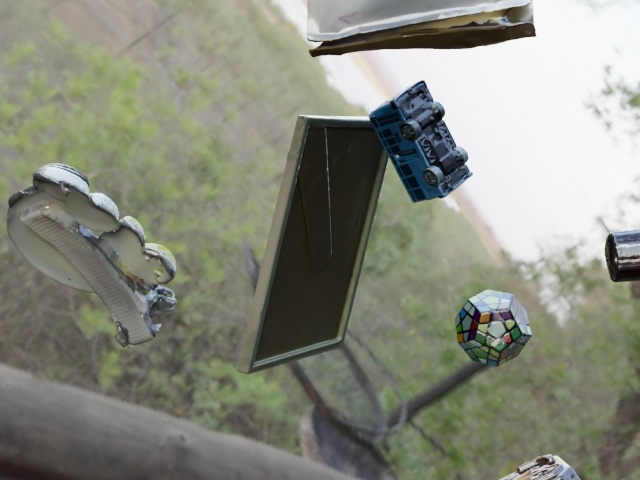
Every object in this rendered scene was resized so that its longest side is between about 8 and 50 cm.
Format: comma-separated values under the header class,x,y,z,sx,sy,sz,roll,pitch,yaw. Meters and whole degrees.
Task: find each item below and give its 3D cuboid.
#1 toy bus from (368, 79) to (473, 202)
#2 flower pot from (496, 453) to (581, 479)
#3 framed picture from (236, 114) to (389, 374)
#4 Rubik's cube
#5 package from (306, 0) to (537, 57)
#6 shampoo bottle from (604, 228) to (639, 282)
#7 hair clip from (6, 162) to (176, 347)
class,x,y,z,sx,sy,sz,roll,pitch,yaw
toy bus,0.161,-0.162,1.898,0.106,0.090,0.184,-11,-69,54
flower pot,0.272,0.383,1.625,0.179,0.251,0.084,-151,-143,-89
framed picture,0.000,0.000,1.984,0.028,0.446,0.326,20,13,28
Rubik's cube,0.296,0.151,1.971,0.112,0.133,0.133,49,3,27
package,0.137,-0.321,1.568,0.221,0.311,0.165,50,33,-70
shampoo bottle,0.472,0.009,1.327,0.104,0.278,0.104,-5,90,-87
hair clip,-0.179,0.010,0.872,0.172,0.116,0.049,50,38,-31
